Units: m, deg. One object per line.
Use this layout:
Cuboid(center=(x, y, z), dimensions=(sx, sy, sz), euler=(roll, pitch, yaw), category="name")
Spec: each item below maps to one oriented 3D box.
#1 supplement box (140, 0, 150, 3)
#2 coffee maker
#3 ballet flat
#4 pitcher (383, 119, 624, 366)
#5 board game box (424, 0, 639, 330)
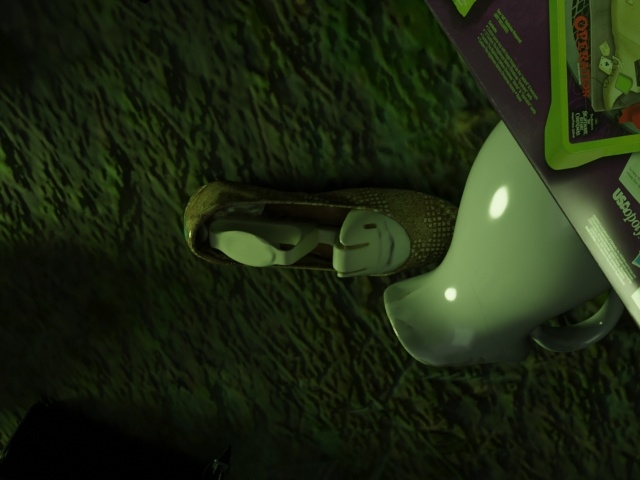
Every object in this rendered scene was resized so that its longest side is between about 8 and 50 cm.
Cuboid(center=(-0.154, -0.198, 0.648), dimensions=(0.130, 0.239, 0.073), euler=(25, 95, -3), category="supplement box")
Cuboid(center=(-0.182, 0.210, 1.003), dimensions=(0.178, 0.120, 0.171), euler=(22, 101, -3), category="coffee maker")
Cuboid(center=(0.000, 0.000, 0.841), dimensions=(0.206, 0.067, 0.073), euler=(2, 121, 12), category="ballet flat")
Cuboid(center=(0.164, -0.003, 0.780), dimensions=(0.177, 0.125, 0.207), euler=(9, 131, -31), category="pitcher")
Cuboid(center=(0.158, -0.134, 0.577), dimensions=(0.056, 0.347, 0.208), euler=(4, 135, -32), category="board game box")
